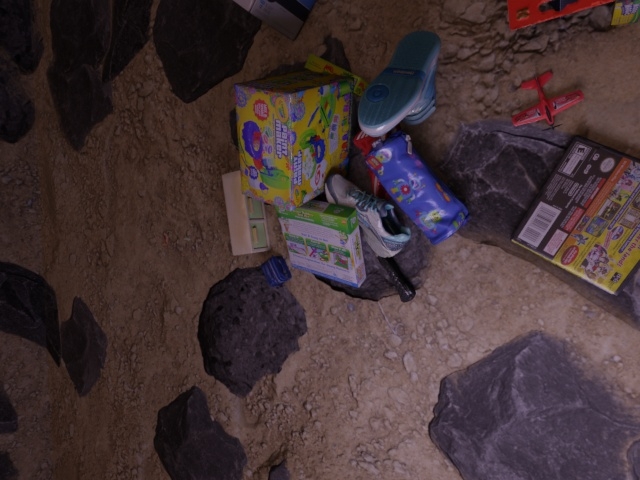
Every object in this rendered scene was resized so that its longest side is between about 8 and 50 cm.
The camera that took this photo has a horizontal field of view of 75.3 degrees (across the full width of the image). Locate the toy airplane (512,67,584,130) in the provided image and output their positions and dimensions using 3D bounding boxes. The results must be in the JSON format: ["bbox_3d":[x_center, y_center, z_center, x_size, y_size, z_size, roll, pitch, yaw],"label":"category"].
[{"bbox_3d":[0.513,-0.325,0.961,0.151,0.028,0.151,2,94,29],"label":"toy airplane"}]

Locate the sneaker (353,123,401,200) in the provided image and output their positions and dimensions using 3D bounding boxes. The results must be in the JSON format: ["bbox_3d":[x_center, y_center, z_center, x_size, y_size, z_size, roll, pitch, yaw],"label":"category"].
[{"bbox_3d":[0.155,-0.227,1.165,0.128,0.087,0.221,26,113,49],"label":"sneaker"}]

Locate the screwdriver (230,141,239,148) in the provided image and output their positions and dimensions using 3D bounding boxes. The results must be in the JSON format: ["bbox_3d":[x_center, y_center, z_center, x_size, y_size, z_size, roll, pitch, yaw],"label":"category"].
[{"bbox_3d":[-0.259,-0.297,1.422,0.170,0.024,0.025,36,139,30],"label":"screwdriver"}]

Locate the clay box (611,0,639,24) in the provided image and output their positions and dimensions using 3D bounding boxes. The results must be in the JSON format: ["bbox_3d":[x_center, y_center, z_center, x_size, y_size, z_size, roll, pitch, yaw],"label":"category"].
[{"bbox_3d":[0.597,-0.517,0.785,0.053,0.222,0.127,8,98,29],"label":"clay box"}]

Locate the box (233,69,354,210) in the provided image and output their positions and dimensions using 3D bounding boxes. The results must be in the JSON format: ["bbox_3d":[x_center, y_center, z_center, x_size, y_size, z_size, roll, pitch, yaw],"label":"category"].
[{"bbox_3d":[-0.061,-0.277,1.105,0.177,0.279,0.289,21,125,28],"label":"box"}]

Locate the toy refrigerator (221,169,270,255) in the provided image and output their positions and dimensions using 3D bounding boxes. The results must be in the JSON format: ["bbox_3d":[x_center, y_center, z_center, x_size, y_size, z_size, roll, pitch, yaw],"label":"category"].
[{"bbox_3d":[-0.242,-0.091,1.377,0.094,0.102,0.269,-8,89,30],"label":"toy refrigerator"}]

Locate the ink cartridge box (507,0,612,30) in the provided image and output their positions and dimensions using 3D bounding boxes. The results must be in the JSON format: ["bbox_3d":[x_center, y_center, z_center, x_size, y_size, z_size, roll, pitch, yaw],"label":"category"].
[{"bbox_3d":[0.447,-0.553,0.787,0.189,0.066,0.232,-5,87,29],"label":"ink cartridge box"}]

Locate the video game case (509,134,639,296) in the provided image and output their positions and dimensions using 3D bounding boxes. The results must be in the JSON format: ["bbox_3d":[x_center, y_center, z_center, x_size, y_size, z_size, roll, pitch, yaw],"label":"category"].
[{"bbox_3d":[0.611,-0.057,0.921,0.248,0.035,0.274,34,109,24],"label":"video game case"}]

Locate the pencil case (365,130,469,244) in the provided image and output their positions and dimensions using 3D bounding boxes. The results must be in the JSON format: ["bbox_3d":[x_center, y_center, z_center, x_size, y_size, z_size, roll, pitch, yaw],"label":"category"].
[{"bbox_3d":[0.242,-0.136,1.031,0.306,0.119,0.133,50,139,-4],"label":"pencil case"}]

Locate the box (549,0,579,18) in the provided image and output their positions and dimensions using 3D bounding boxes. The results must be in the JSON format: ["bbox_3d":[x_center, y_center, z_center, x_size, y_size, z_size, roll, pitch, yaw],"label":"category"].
[{"bbox_3d":[0.510,-0.587,0.870,0.093,0.156,0.158,-29,79,28],"label":"box"}]

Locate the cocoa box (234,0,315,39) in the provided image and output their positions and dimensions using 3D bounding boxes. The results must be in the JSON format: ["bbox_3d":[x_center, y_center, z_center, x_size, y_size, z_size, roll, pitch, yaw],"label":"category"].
[{"bbox_3d":[-0.192,-0.809,1.218,0.347,0.231,0.228,43,113,20],"label":"cocoa box"}]

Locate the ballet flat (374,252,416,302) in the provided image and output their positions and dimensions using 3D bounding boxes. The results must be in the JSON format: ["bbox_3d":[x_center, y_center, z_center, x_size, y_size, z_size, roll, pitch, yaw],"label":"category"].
[{"bbox_3d":[0.200,0.096,1.159,0.049,0.057,0.173,-42,73,31],"label":"ballet flat"}]

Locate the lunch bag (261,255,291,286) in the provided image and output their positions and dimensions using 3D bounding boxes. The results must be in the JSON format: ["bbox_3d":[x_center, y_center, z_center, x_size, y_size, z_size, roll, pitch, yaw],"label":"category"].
[{"bbox_3d":[-0.141,0.095,1.352,0.065,0.067,0.098,-33,76,28],"label":"lunch bag"}]

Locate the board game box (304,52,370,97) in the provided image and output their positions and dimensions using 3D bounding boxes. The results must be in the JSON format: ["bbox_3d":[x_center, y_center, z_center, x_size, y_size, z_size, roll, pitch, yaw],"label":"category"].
[{"bbox_3d":[0.052,-0.466,1.182,0.181,0.092,0.043,36,109,23],"label":"board game box"}]

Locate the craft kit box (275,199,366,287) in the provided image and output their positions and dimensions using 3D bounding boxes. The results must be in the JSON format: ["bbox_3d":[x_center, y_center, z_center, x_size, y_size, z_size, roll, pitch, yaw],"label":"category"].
[{"bbox_3d":[0.000,0.000,1.192,0.250,0.061,0.246,15,137,32],"label":"craft kit box"}]

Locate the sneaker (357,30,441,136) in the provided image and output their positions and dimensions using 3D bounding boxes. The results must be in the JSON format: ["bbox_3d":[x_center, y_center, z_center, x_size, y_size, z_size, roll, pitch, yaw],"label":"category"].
[{"bbox_3d":[0.204,-0.327,1.015,0.127,0.208,0.319,25,69,25],"label":"sneaker"}]

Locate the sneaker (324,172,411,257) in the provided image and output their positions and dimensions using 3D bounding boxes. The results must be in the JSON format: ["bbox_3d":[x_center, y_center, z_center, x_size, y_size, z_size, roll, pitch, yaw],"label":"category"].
[{"bbox_3d":[0.135,-0.088,1.115,0.283,0.110,0.122,44,148,-1],"label":"sneaker"}]
